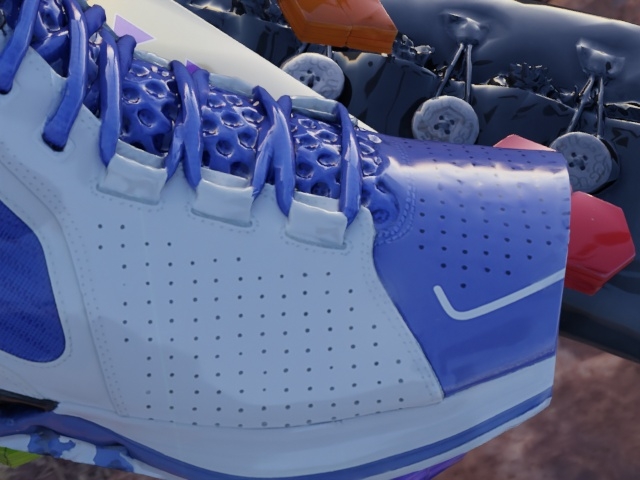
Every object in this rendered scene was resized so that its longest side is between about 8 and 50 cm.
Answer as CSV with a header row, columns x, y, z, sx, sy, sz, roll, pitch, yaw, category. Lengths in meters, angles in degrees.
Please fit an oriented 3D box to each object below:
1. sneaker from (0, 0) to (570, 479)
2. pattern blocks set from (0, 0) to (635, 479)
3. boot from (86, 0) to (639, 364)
x,y,z,sx,sy,sz,roll,pitch,yaw,category
-0.075,-0.025,0.420,0.315,0.182,0.127,-2,34,2,sneaker
-0.056,-0.023,0.573,0.325,0.026,0.285,41,62,12,pattern blocks set
0.001,-0.002,0.802,0.445,0.146,0.367,16,76,-4,boot
